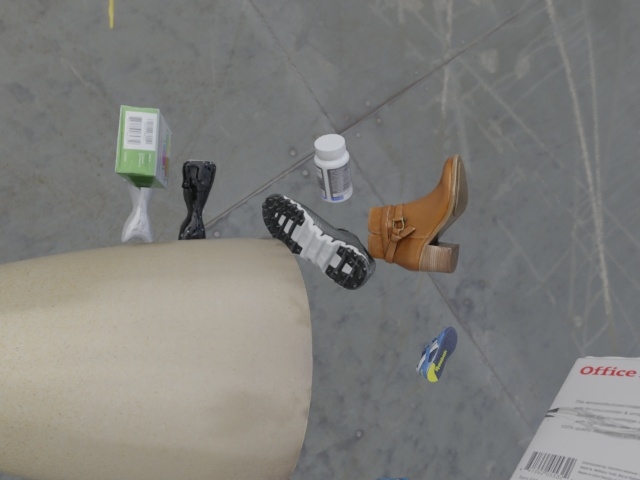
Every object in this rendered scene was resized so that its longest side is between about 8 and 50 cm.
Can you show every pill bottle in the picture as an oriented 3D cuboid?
[{"bbox_3d":[0.027,-0.158,1.099,0.078,0.078,0.137,-44,143,-32],"label":"pill bottle"}]

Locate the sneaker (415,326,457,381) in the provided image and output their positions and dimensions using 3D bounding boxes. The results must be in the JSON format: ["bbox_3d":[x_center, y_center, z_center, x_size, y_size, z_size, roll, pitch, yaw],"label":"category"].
[{"bbox_3d":[0.274,0.264,1.191,0.053,0.059,0.144,47,67,-23],"label":"sneaker"}]

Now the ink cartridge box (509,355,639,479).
[{"bbox_3d":[0.312,0.234,0.503,0.237,0.172,0.100,-41,103,-31],"label":"ink cartridge box"}]

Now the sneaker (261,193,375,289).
[{"bbox_3d":[0.000,0.000,0.855,0.234,0.078,0.106,37,16,21],"label":"sneaker"}]

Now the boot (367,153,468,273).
[{"bbox_3d":[0.154,-0.048,0.822,0.073,0.153,0.197,7,93,-58],"label":"boot"}]

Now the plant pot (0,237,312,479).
[{"bbox_3d":[-0.184,0.108,0.445,0.274,0.256,0.256,8,73,-27],"label":"plant pot"}]

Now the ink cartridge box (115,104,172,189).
[{"bbox_3d":[-0.300,-0.151,0.877,0.062,0.209,0.108,4,87,-10],"label":"ink cartridge box"}]

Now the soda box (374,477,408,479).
[{"bbox_3d":[0.154,0.615,1.046,0.067,0.071,0.209,23,58,-60],"label":"soda box"}]

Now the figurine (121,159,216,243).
[{"bbox_3d":[-0.353,-0.087,1.154,0.215,0.092,0.209,3,92,-38],"label":"figurine"}]
